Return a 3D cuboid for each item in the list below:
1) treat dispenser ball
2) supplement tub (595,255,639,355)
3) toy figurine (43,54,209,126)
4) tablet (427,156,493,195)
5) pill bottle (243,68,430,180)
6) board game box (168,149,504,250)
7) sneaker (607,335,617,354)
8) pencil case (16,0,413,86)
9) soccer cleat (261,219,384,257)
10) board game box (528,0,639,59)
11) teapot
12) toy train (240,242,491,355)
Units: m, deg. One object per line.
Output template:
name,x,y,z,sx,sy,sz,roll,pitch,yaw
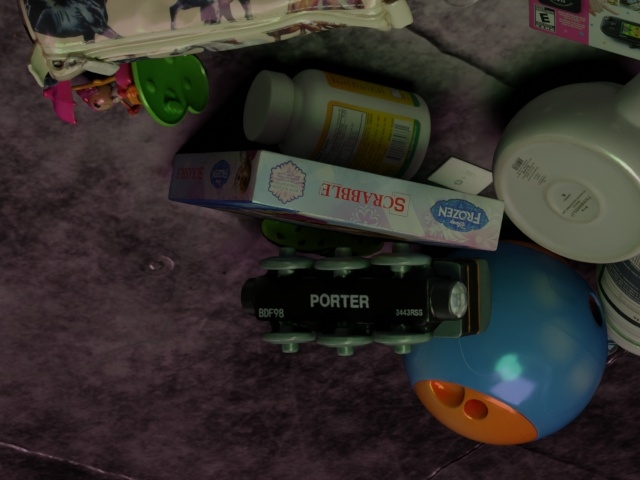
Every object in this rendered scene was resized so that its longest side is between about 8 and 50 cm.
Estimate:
treat dispenser ball,0.256,0.142,2.197,0.288,0.288,0.288,-5,144,-3
supplement tub,0.484,0.021,2.150,0.191,0.191,0.272,-3,144,-5
toy figurine,-0.240,-0.183,1.846,0.159,0.130,0.173,-8,171,24
tablet,0.191,-0.085,2.113,0.083,0.006,0.054,19,137,-31
pill bottle,0.018,-0.143,1.909,0.208,0.118,0.117,10,141,-23
board game box,0.011,-0.049,1.933,0.318,0.066,0.318,11,178,-22
sneaker,0.378,0.215,2.475,0.125,0.104,0.262,8,142,-23
pencil case,-0.116,-0.268,1.660,0.410,0.184,0.160,-9,158,1
soccer cleat,0.000,0.000,2.157,0.178,0.060,0.072,6,155,-18
board game box,0.331,-0.327,1.642,0.224,0.097,0.303,19,148,21
teapot,0.348,-0.106,1.974,0.256,0.187,0.253,1,132,36
toy train,0.063,0.075,2.052,0.333,0.142,0.190,-2,180,35
